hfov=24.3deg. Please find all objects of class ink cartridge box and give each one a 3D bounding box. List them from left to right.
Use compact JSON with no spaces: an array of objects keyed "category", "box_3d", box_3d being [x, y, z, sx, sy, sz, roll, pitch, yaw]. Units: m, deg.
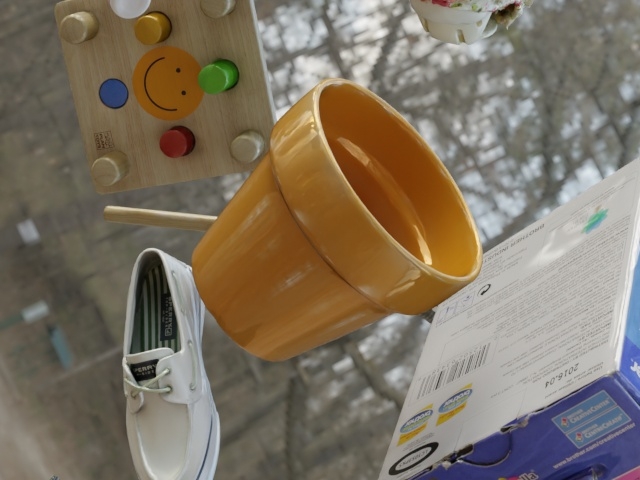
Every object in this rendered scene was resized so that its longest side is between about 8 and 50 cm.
[{"category":"ink cartridge box","box_3d":[0.210,0.133,1.305,0.270,0.395,0.151,-35,-73,34]}]

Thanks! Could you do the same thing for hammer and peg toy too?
[{"category":"hammer and peg toy","box_3d":[-0.187,-0.145,1.889,0.127,0.266,0.361,-56,137,-73]}]

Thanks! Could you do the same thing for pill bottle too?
[{"category":"pill bottle","box_3d":[-0.209,-0.270,1.554,0.043,0.043,0.083,79,-14,-44]}]

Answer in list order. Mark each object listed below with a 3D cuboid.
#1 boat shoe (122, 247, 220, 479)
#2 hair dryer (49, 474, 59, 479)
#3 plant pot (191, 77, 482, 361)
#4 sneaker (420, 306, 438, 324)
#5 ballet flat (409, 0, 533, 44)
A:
[{"category":"boat shoe","box_3d":[-0.140,0.115,1.266,0.076,0.083,0.226,48,29,-57]},{"category":"hair dryer","box_3d":[-0.234,0.375,1.317,0.293,0.080,0.223,-104,175,-56]},{"category":"plant pot","box_3d":[0.000,0.000,1.255,0.205,0.188,0.205,39,28,-26]},{"category":"sneaker","box_3d":[0.094,0.045,1.966,0.234,0.106,0.078,47,34,-24]},{"category":"ballet flat","box_3d":[0.103,-0.169,0.996,0.091,0.241,0.077,20,-73,18]}]
